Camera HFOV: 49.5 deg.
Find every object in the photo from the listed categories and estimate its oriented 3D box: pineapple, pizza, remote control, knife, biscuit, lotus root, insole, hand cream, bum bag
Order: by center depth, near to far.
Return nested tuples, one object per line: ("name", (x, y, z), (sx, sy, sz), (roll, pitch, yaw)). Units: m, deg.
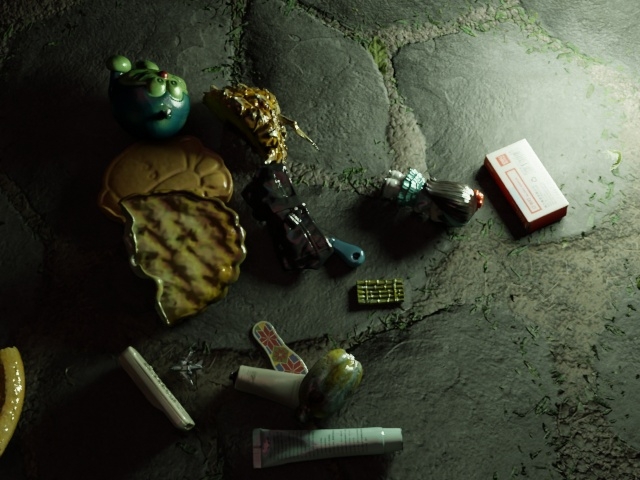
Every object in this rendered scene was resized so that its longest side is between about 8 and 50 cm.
("pizza", (-0.808, 0.404, 1.526), (0.278, 0.114, 0.408), (22, 57, 15))
("hand cream", (0.015, 0.447, 1.526), (0.332, 0.058, 0.085), (-3, 68, 0))
("lotus root", (0.012, 0.331, 1.558), (0.113, 0.088, 0.192), (46, 74, -12))
("remote control", (-0.373, 0.339, 1.566), (0.049, 0.090, 0.230), (-40, 70, -14))
("hand cream", (-0.118, 0.330, 1.588), (0.186, 0.054, 0.087), (14, 80, 1))
("insole", (-0.095, 0.269, 1.637), (0.065, 0.006, 0.193), (-34, 70, -13))
("biscuit", (-0.350, 0.040, 1.676), (0.330, 0.078, 0.334), (13, 83, -1))
("bum bag", (-0.088, -0.053, 1.737), (0.137, 0.074, 0.310), (-31, 72, 3))
("knife", (-0.001, 0.002, 1.744), (0.244, 0.032, 0.058), (25, 80, 17))
("biscuit", (-0.392, -0.133, 1.795), (0.351, 0.057, 0.312), (37, 73, 16))
("pineapple", (-0.166, -0.340, 1.827), (0.158, 0.161, 0.334), (-35, 68, -15))

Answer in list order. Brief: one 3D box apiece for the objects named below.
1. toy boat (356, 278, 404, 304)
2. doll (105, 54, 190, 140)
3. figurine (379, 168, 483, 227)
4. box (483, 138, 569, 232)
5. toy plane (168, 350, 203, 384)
("toy boat", (0.145, 0.125, 1.689), (0.115, 0.016, 0.063), (-4, 66, 0))
("doll", (-0.454, -0.368, 1.812), (0.199, 0.186, 0.322), (4, 22, -31))
("figurine", (0.281, -0.117, 1.749), (0.246, 0.110, 0.138), (22, 51, 17))
("box", (0.528, -0.143, 1.781), (0.123, 0.050, 0.229), (-24, 68, -7))
("toy plane", (-0.314, 0.297, 1.617), (0.083, 0.031, 0.078), (-1, 79, -2))
